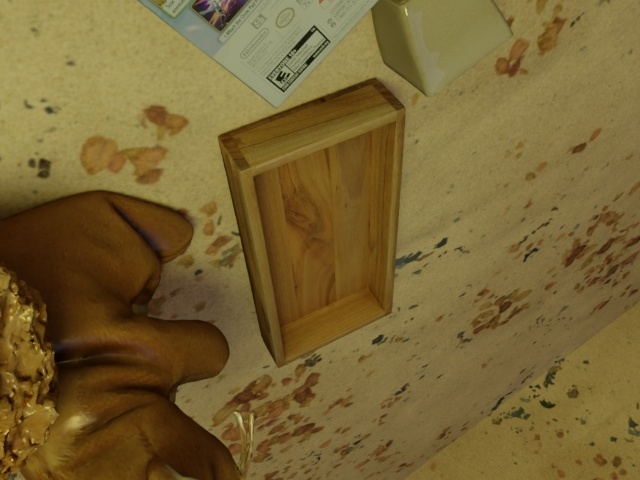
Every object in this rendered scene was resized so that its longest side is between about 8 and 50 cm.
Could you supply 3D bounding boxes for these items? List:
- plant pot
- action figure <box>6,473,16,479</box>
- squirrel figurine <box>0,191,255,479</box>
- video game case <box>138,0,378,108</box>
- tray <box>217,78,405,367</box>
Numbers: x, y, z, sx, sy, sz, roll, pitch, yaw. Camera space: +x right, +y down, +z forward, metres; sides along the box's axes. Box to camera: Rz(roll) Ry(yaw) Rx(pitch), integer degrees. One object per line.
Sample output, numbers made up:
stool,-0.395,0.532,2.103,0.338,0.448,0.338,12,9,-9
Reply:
plant pot,0.113,-0.235,0.663,0.109,0.109,0.096,-36,132,2
action figure,-0.413,0.247,0.753,0.164,0.141,0.276,-25,159,-11
squirrel figurine,-0.244,0.142,0.566,0.281,0.370,0.397,-44,143,12
video game case,-0.029,-0.275,0.531,0.269,0.061,0.244,-45,145,12
tray,0.000,0.000,0.859,0.202,0.076,0.411,-23,142,-16
